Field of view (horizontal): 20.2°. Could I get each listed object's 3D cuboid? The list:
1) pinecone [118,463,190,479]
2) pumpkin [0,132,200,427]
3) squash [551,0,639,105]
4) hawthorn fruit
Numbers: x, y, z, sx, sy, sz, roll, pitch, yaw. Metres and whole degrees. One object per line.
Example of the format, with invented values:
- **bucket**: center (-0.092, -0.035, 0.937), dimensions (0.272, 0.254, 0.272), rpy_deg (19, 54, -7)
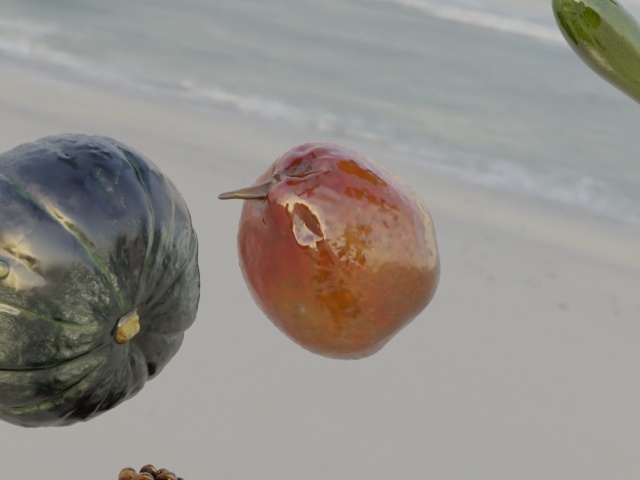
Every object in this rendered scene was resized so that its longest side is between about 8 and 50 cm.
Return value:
- **pinecone**: center (-0.132, 0.222, 1.376), dimensions (0.102, 0.102, 0.109), rpy_deg (13, 1, 12)
- **pumpkin**: center (-0.188, 0.029, 1.323), dimensions (0.220, 0.221, 0.162), rpy_deg (-2, 28, -48)
- **squash**: center (0.305, -0.172, 1.722), dimensions (0.258, 0.069, 0.069), rpy_deg (33, -2, -31)
- **hawthorn fruit**: center (0.000, 0.000, 1.837), dimensions (0.210, 0.210, 0.262), rpy_deg (22, -12, 42)
